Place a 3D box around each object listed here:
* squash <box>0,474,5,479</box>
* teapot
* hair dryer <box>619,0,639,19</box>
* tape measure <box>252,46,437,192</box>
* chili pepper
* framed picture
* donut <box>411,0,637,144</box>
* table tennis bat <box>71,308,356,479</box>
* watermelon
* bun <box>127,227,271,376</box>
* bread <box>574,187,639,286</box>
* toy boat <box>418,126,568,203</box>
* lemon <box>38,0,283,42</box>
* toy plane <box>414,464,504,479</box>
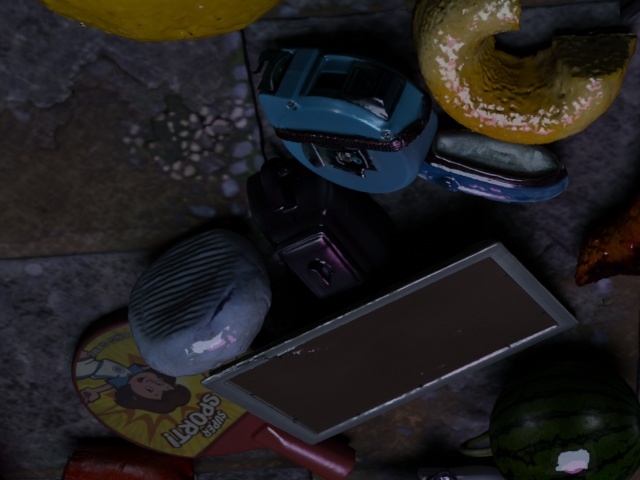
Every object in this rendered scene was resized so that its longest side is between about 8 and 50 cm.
[{"bbox_3d":[-0.402,0.291,1.727,0.193,0.156,0.193,16,137,15],"label":"squash"},{"bbox_3d":[0.000,0.000,1.461,0.087,0.096,0.177,-22,130,22],"label":"teapot"},{"bbox_3d":[0.242,-0.241,1.247,0.195,0.075,0.219,15,142,0],"label":"hair dryer"},{"bbox_3d":[0.026,-0.096,1.363,0.146,0.081,0.125,10,151,29],"label":"tape measure"},{"bbox_3d":[-0.164,0.256,1.734,0.192,0.084,0.086,4,152,4],"label":"chili pepper"},{"bbox_3d":[0.067,0.095,1.538,0.296,0.019,0.232,-25,151,15],"label":"framed picture"},{"bbox_3d":[0.151,-0.140,1.333,0.181,0.078,0.146,33,126,-25],"label":"donut"},{"bbox_3d":[-0.099,0.158,1.670,0.310,0.038,0.200,30,130,-21],"label":"table tennis bat"},{"bbox_3d":[0.217,0.189,1.618,0.187,0.141,0.141,-19,132,25],"label":"watermelon"},{"bbox_3d":[-0.099,0.060,1.496,0.141,0.141,0.083,-23,131,23],"label":"bun"},{"bbox_3d":[0.330,-0.023,1.444,0.139,0.095,0.269,26,144,-20],"label":"bread"},{"bbox_3d":[0.144,-0.061,1.426,0.137,0.060,0.061,7,160,-7],"label":"toy boat"},{"bbox_3d":[-0.103,-0.268,1.081,0.258,0.258,0.310,2,142,-1],"label":"lemon"},{"bbox_3d":[0.083,0.269,1.731,0.273,0.182,0.107,4,100,10],"label":"toy plane"}]
